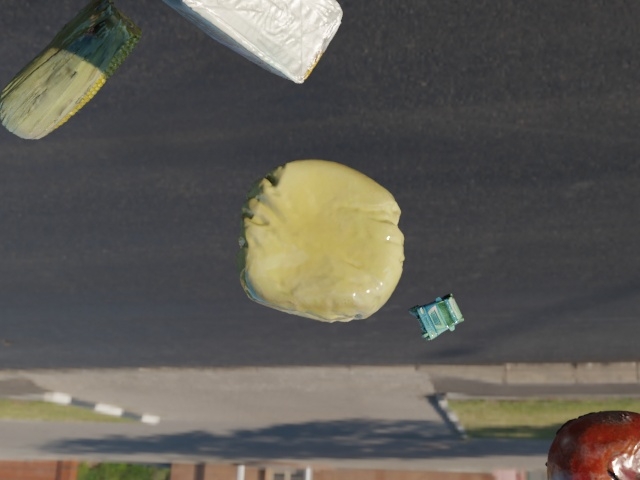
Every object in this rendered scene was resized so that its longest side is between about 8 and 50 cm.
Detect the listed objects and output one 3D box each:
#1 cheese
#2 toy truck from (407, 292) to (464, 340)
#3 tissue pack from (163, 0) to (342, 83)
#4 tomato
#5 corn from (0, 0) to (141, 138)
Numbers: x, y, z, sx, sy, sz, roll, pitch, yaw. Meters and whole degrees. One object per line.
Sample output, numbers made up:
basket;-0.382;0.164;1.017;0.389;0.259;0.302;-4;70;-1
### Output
cheese;0.000;0.000;1.141;0.226;0.214;0.117;6;166;7
toy truck;0.216;0.141;1.606;0.081;0.067;0.175;-25;174;1
tissue pack;-0.103;-0.313;1.110;0.185;0.124;0.225;29;-174;-30
tomato;0.435;0.346;1.213;0.228;0.228;0.101;7;175;-15
corn;-0.430;-0.294;1.467;0.305;0.122;0.123;-40;-176;20
